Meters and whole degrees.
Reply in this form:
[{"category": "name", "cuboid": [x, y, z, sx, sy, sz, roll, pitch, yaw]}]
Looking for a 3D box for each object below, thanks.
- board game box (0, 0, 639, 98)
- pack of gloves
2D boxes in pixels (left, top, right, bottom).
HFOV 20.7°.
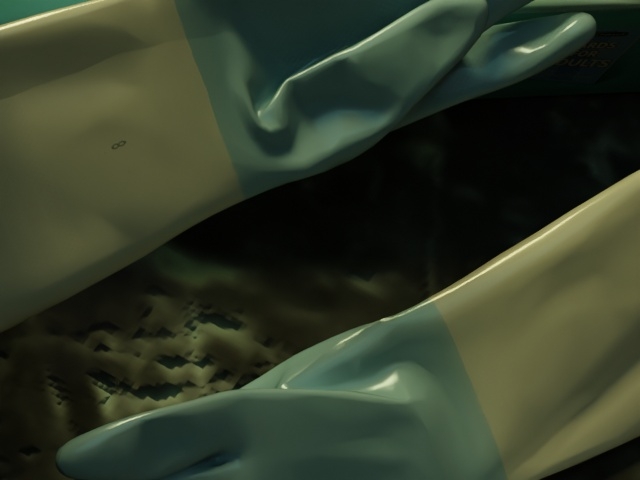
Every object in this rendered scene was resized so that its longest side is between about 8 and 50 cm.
[{"category": "board game box", "cuboid": [-0.021, -0.175, 0.620, 0.336, 0.079, 0.253, -3, 71, -7]}, {"category": "pack of gloves", "cuboid": [0.000, 0.000, 0.537, 0.232, 0.046, 0.195, -24, 100, -18]}]
